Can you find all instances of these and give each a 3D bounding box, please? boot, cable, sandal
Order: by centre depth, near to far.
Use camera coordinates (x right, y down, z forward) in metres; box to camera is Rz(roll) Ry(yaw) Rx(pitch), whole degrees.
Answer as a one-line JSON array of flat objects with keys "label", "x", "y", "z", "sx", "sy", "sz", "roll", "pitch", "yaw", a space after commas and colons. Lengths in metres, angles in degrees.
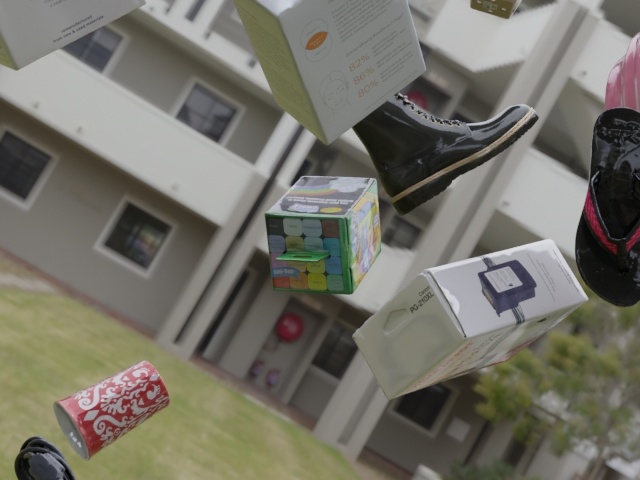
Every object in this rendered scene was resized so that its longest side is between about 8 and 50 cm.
[{"label": "sandal", "x": 0.261, "y": -0.031, "z": 1.023, "sx": 0.067, "sy": 0.179, "sz": 0.040, "roll": 2, "pitch": -5, "yaw": 6}, {"label": "boot", "x": 0.141, "y": -0.138, "z": 1.357, "sx": 0.137, "sy": 0.198, "sz": 0.077, "roll": 57, "pitch": -5, "yaw": 0}, {"label": "cable", "x": -0.308, "y": 0.311, "z": 1.385, "sx": 0.184, "sy": 0.047, "sz": 0.150, "roll": 17, "pitch": -48, "yaw": 51}]

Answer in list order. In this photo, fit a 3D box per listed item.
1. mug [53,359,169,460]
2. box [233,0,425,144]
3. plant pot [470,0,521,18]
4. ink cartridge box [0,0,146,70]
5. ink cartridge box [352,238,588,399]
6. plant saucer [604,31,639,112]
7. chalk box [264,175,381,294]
[{"label": "mug", "x": -0.360, "y": 0.282, "z": 1.989, "sx": 0.150, "sy": 0.169, "sz": 0.113, "roll": -2, "pitch": -66, "yaw": 61}, {"label": "box", "x": 0.008, "y": -0.200, "z": 1.085, "sx": 0.091, "sy": 0.130, "sz": 0.170, "roll": 43, "pitch": -15, "yaw": 38}, {"label": "plant pot", "x": 0.316, "y": -0.456, "z": 2.055, "sx": 0.109, "sy": 0.096, "sz": 0.109, "roll": 17, "pitch": -11, "yaw": 5}, {"label": "ink cartridge box", "x": -0.331, "y": -0.331, "z": 1.243, "sx": 0.171, "sy": 0.168, "sz": 0.233, "roll": 26, "pitch": -37, "yaw": 54}, {"label": "ink cartridge box", "x": 0.186, "y": 0.097, "z": 1.445, "sx": 0.237, "sy": 0.172, "sz": 0.100, "roll": -11, "pitch": 65, "yaw": -41}, {"label": "plant saucer", "x": 0.418, "y": -0.098, "z": 1.376, "sx": 0.084, "sy": 0.332, "sz": 0.332, "roll": -11, "pitch": -29, "yaw": 31}, {"label": "chalk box", "x": 0.000, "y": 0.000, "z": 1.766, "sx": 0.132, "sy": 0.132, "sz": 0.213, "roll": 4, "pitch": 25, "yaw": 20}]
